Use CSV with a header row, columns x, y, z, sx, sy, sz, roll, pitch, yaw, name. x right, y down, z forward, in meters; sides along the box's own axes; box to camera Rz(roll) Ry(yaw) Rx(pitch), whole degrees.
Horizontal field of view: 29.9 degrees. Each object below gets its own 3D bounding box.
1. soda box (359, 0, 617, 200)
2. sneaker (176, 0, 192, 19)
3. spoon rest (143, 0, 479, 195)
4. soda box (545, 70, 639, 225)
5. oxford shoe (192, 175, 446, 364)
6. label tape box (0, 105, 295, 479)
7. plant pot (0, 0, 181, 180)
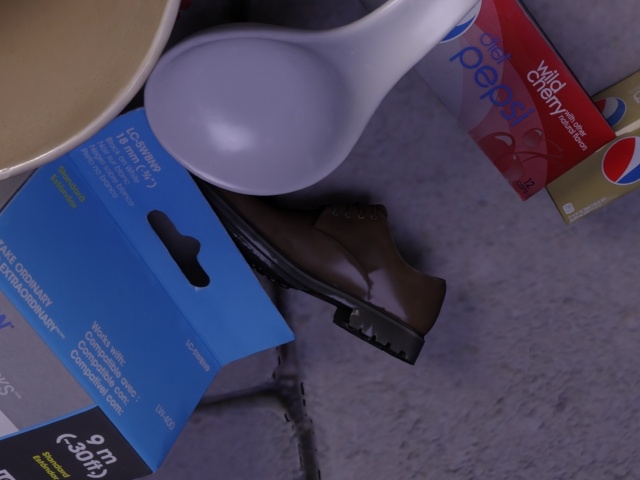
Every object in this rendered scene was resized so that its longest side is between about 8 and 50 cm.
x,y,z,sx,sy,sz,roll,pitch,yaw,name
0.095,-0.153,0.825,0.083,0.092,0.263,-36,121,15,soda box
-0.113,-0.215,0.767,0.088,0.093,0.225,4,140,-39,sneaker
0.000,-0.113,0.747,0.137,0.084,0.276,39,126,-25,spoon rest
0.249,-0.088,0.909,0.181,0.061,0.058,-30,121,10,soda box
0.000,0.000,0.930,0.227,0.083,0.096,33,84,-19,oxford shoe
-0.220,0.074,0.879,0.333,0.106,0.241,-19,125,18,label tape box
-0.205,-0.206,0.635,0.256,0.274,0.257,-4,124,-7,plant pot
